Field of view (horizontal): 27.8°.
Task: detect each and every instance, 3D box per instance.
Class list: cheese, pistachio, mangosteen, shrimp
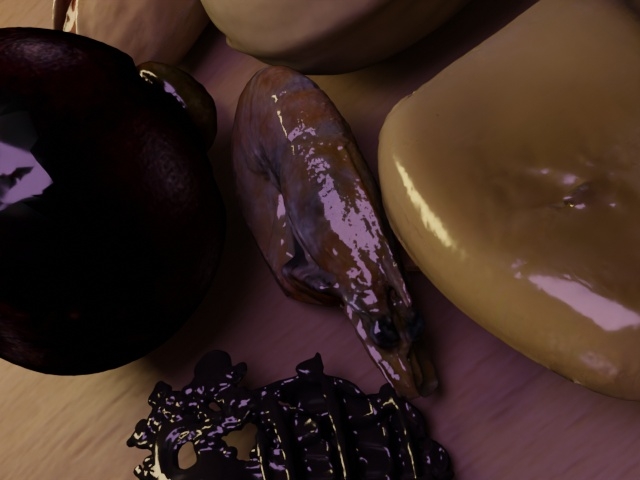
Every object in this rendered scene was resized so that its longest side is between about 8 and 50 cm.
[{"bbox_3d":[0.189,-0.026,0.880,0.259,0.128,0.316,-37,58,11],"label":"cheese"},{"bbox_3d":[-0.170,-0.245,1.197,0.157,0.157,0.229,28,100,38],"label":"pistachio"},{"bbox_3d":[0.017,-0.247,1.044,0.332,0.208,0.226,-24,50,42],"label":"pistachio"},{"bbox_3d":[-0.209,-0.042,1.052,0.293,0.297,0.297,-40,52,-8],"label":"mangosteen"},{"bbox_3d":[0.000,0.000,1.014,0.317,0.077,0.168,66,150,28],"label":"shrimp"}]

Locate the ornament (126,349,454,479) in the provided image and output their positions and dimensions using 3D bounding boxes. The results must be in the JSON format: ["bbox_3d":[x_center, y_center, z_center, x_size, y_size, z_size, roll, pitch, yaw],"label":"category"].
[{"bbox_3d":[-0.025,0.185,0.955,0.251,0.106,0.260,-22,50,16],"label":"ornament"}]

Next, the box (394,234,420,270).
[{"bbox_3d":[0.079,-0.005,1.012,0.093,0.015,0.058,-1,68,33],"label":"box"}]
